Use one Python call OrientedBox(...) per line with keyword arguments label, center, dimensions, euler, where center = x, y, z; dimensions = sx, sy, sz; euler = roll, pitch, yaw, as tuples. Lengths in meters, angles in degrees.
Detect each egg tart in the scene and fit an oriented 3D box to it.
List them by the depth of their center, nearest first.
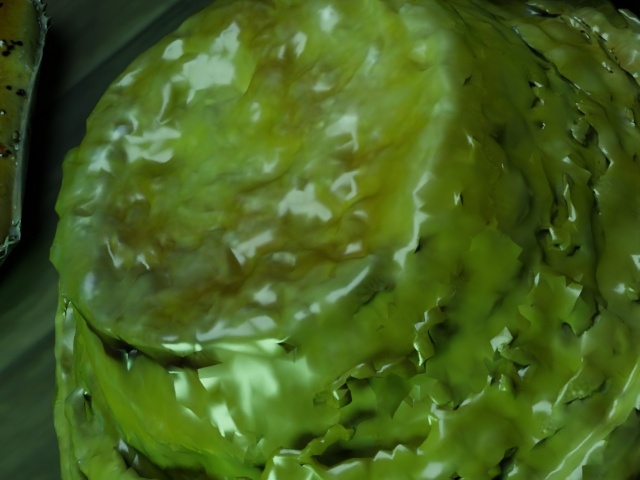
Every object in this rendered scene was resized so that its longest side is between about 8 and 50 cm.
OrientedBox(label="egg tart", center=(0.000, 0.000, 0.682), dimensions=(0.294, 0.123, 0.294), euler=(-17, 52, 23))

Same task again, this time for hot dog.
OrientedBox(label="hot dog", center=(-0.177, -0.041, 0.878), dimensions=(0.108, 0.059, 0.191), euler=(-13, 50, 20))
